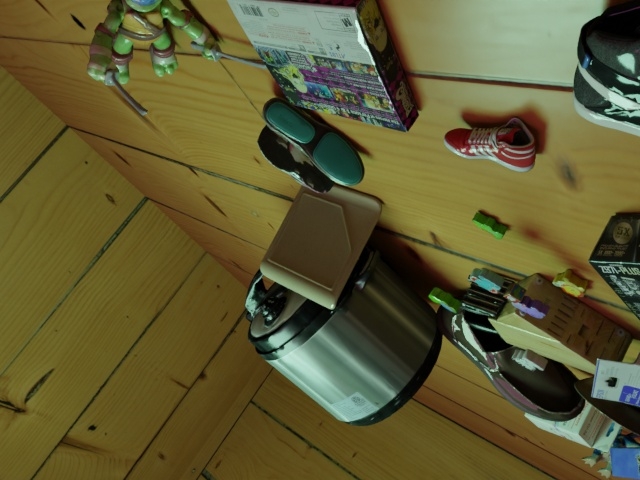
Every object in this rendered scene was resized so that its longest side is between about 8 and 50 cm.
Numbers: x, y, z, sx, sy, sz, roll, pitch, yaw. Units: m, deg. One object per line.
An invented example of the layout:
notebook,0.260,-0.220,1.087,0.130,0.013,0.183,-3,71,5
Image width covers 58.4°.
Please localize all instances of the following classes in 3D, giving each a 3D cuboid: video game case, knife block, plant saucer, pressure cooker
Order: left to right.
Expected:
video game case,0.004,-0.250,0.779,0.232,0.041,0.210,23,161,38
pressure cooker,0.035,0.182,1.362,0.420,0.370,0.375,41,180,-13
knife block,0.398,0.157,1.088,0.276,0.088,0.242,33,165,6
plant saucer,0.606,0.326,1.132,0.199,0.036,0.198,24,-168,-6
video game case,0.708,0.409,1.035,0.245,0.061,0.269,2,161,1

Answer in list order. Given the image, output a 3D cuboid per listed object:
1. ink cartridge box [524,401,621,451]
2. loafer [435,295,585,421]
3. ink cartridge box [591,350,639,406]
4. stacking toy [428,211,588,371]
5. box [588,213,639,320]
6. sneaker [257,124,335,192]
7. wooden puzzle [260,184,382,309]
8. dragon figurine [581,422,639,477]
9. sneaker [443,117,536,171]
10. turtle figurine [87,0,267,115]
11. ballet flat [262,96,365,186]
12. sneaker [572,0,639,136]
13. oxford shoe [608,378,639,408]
ink cartridge box,0.604,0.411,1.362,0.067,0.115,0.198,42,162,-22
loafer,0.411,0.251,1.232,0.366,0.133,0.130,36,160,10
ink cartridge box,0.538,0.222,0.887,0.208,0.045,0.206,8,153,25
stacking toy,0.301,0.083,0.918,0.221,0.167,0.052,34,165,2
box,0.441,0.042,0.668,0.147,0.077,0.180,41,163,-21
sneaker,-0.056,-0.155,1.148,0.178,0.072,0.077,43,174,-9
wooden puzzle,0.000,0.000,1.195,0.221,0.238,0.044,23,177,39
dragon figurine,0.719,0.477,1.374,0.085,0.144,0.289,34,146,10
sneaker,0.211,-0.127,0.713,0.119,0.042,0.067,20,164,21
turtle figurine,-0.276,-0.296,0.945,0.275,0.197,0.266,44,167,-17
ballet flat,-0.008,-0.178,1.009,0.213,0.072,0.068,38,-168,-7
sneaker,0.304,-0.126,0.450,0.217,0.079,0.121,26,164,34
oxford shoe,0.647,0.294,1.029,0.227,0.082,0.096,25,180,35
